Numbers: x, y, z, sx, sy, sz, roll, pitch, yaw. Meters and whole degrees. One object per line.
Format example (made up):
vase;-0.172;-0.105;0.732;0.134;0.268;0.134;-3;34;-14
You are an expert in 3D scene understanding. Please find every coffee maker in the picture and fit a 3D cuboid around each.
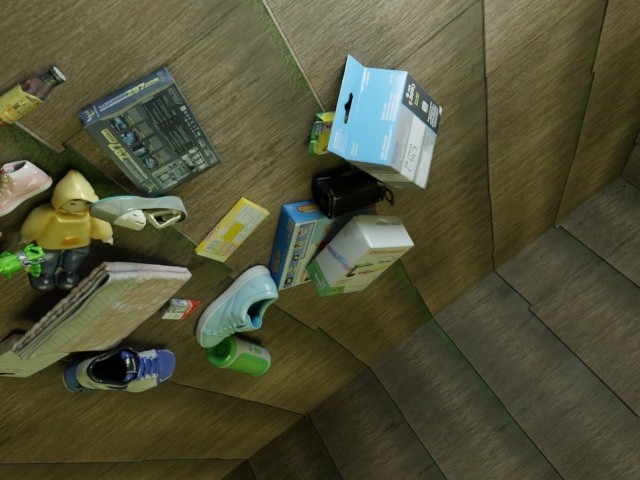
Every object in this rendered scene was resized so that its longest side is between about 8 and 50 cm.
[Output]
coffee maker;0.088;-0.140;1.236;0.178;0.171;0.120;-23;117;-24

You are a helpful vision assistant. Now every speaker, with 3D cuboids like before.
speaker;-0.301;0.437;1.630;0.131;0.131;0.296;-39;147;4

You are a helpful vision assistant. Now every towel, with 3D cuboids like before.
towel;-0.533;0.180;1.095;0.332;0.053;0.317;-40;164;9

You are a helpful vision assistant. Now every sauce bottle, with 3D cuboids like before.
sauce bottle;-0.482;-0.239;0.706;0.128;0.042;0.042;-35;147;0

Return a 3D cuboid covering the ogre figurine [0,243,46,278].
ogre figurine;-0.632;0.057;0.819;0.118;0.197;0.096;-34;128;-60

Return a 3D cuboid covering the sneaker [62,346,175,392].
sneaker;-0.557;0.385;1.266;0.182;0.127;0.316;-20;160;37

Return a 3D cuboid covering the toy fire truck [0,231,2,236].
toy fire truck;-0.651;-0.012;0.697;0.246;0.217;0.158;-22;153;-49

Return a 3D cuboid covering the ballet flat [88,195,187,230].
ballet flat;-0.366;-0.055;0.894;0.072;0.068;0.213;-38;167;30

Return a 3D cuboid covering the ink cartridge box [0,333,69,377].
ink cartridge box;-0.780;0.304;1.121;0.180;0.045;0.145;-26;151;17

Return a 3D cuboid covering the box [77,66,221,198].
box;-0.332;-0.204;0.872;0.184;0.059;0.232;-33;147;-7

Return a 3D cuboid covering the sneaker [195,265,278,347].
sneaker;-0.275;0.254;1.404;0.135;0.150;0.366;16;121;-50

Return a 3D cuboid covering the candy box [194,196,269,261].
candy box;-0.246;-0.026;1.199;0.206;0.027;0.105;-45;149;13

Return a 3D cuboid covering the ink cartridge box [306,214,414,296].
ink cartridge box;0.120;0.049;1.341;0.202;0.117;0.278;-2;146;-41

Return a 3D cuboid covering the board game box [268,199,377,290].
board game box;0.000;0.000;1.403;0.302;0.086;0.308;-14;141;-31

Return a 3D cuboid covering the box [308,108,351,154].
box;0.046;-0.288;1.132;0.179;0.043;0.105;-19;143;-29

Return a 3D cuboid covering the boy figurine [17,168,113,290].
boy figurine;-0.521;-0.019;0.900;0.177;0.092;0.285;6;131;-43

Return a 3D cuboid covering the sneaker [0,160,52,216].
sneaker;-0.576;-0.098;0.787;0.134;0.051;0.070;-35;145;-9

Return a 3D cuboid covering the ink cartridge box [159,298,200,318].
ink cartridge box;-0.428;0.213;1.324;0.062;0.029;0.115;-50;144;18

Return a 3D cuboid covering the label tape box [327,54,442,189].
label tape box;0.179;-0.287;1.098;0.334;0.106;0.240;15;86;-51
